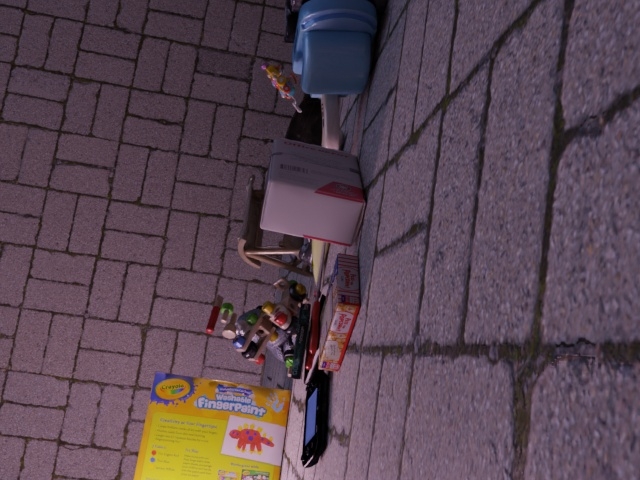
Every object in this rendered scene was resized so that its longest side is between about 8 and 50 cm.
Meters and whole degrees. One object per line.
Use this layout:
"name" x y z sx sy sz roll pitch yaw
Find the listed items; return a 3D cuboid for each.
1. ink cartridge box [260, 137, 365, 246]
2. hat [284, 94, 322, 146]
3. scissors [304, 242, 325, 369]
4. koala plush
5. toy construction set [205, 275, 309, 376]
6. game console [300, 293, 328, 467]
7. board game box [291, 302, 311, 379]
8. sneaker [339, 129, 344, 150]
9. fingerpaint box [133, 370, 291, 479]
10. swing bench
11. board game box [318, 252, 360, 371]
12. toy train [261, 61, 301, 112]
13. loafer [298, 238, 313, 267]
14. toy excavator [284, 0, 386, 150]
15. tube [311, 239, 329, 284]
"ink cartridge box" -0.019 -0.115 1.509 0.283 0.207 0.117 -92 15 -64
"hat" -0.026 -0.383 2.288 0.331 0.134 0.331 -62 3 5
"scissors" -0.011 0.142 1.521 0.109 0.021 0.297 100 175 -54
"koala plush" -0.180 0.297 2.241 0.196 0.221 0.203 -156 75 -83
"toy construction set" -0.173 0.221 2.068 0.237 0.308 0.257 -80 12 -45
"game console" -0.006 0.314 1.501 0.213 0.044 0.361 106 170 -47
"board game box" -0.043 0.222 1.512 0.186 0.026 0.126 -89 8 -83
"sneaker" 0.040 -0.253 1.917 0.152 0.053 0.061 98 168 -52
"fingerpaint box" -0.343 0.642 2.173 0.163 0.444 0.371 115 163 -70
"swing bench" -0.128 -0.045 2.137 0.165 0.254 0.253 109 169 -55
"board game box" 0.035 0.146 1.368 0.147 0.045 0.193 -88 10 -50
"toy train" -0.087 -0.394 1.693 0.125 0.046 0.166 50 -179 -44
"loafer" -0.006 0.006 1.947 0.061 0.062 0.170 49 136 28
"toy excavator" 0.022 -0.384 1.668 0.433 0.222 0.445 118 152 -74
"tube" 0.000 0.000 1.853 0.070 0.062 0.240 -28 -44 -44
